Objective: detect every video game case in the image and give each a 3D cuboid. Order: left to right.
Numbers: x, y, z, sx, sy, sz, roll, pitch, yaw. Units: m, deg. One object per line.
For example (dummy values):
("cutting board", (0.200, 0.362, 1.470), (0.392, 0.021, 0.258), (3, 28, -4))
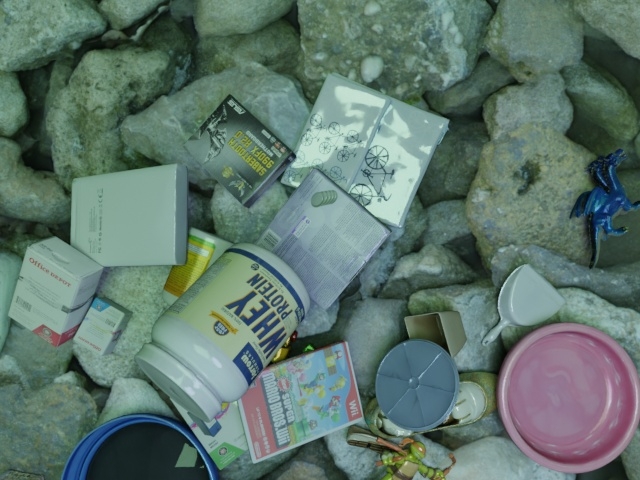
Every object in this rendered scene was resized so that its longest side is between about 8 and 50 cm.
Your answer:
("video game case", (-0.047, 0.372, 1.151), (0.285, 0.025, 0.204), (-15, 96, -19))

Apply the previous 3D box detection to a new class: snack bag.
("snack bag", (0.114, -0.224, 1.246), (0.342, 0.037, 0.323), (24, 87, 5))

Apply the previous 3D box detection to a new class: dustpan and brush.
("dustpan and brush", (0.470, 0.177, 1.189), (0.147, 0.060, 0.211), (42, 83, -7))

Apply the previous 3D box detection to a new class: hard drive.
("hard drive", (-0.474, -0.053, 1.202), (0.353, 0.047, 0.233), (-3, 85, 27))

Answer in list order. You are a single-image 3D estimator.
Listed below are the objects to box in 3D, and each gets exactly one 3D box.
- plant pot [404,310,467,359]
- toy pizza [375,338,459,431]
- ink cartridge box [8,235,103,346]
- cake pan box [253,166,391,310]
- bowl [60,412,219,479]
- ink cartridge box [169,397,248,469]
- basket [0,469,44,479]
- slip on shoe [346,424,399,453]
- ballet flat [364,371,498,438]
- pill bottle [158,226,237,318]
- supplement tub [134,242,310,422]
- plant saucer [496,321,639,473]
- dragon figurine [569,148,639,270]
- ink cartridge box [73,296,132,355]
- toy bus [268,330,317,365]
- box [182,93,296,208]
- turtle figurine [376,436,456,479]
("plant pot", (0.281, 0.217, 1.162), (0.096, 0.109, 0.109), (-10, 83, -40))
("toy pizza", (0.217, 0.324, 1.106), (0.201, 0.032, 0.201), (-16, 59, 29))
("ink cartridge box", (-0.651, 0.124, 1.208), (0.158, 0.092, 0.218), (31, 113, 5))
("cake pan box", (0.000, 0.000, 1.203), (0.245, 0.070, 0.267), (39, 99, 8))
("bowl", (-0.433, 0.616, 1.192), (0.391, 0.077, 0.391), (-1, 83, 5))
("ink cartridge box", (-0.235, 0.411, 1.195), (0.154, 0.093, 0.212), (-37, 83, 1))
("basket", (-0.757, 0.640, 1.177), (0.103, 0.167, 0.113), (6, 86, 0))
("slip on shoe", (0.128, 0.483, 1.191), (0.135, 0.041, 0.051), (14, 132, -4))
("ballet flat", (0.275, 0.393, 1.151), (0.348, 0.123, 0.123), (-12, 85, 3))
("pill bottle", (-0.302, 0.102, 1.198), (0.136, 0.136, 0.246), (22, 87, 5))
("supplement tub", (-0.200, 0.187, 1.041), (0.235, 0.235, 0.325), (37, 59, 6))
("plant saucer", (0.561, 0.354, 1.137), (0.332, 0.084, 0.332), (0, 85, -3))
("dragon figurine", (0.660, -0.075, 1.174), (0.144, 0.085, 0.289), (33, 88, 6))
("ink cartridge box", (-0.552, 0.218, 1.249), (0.088, 0.052, 0.122), (28, 87, 6))
("toy bus", (-0.121, 0.269, 1.191), (0.191, 0.104, 0.202), (-29, 85, 1))
("box", (-0.205, -0.225, 1.241), (0.231, 0.056, 0.183), (44, 92, 11))
("turtle figurine", (0.176, 0.541, 1.144), (0.269, 0.087, 0.217), (29, 97, -32))
